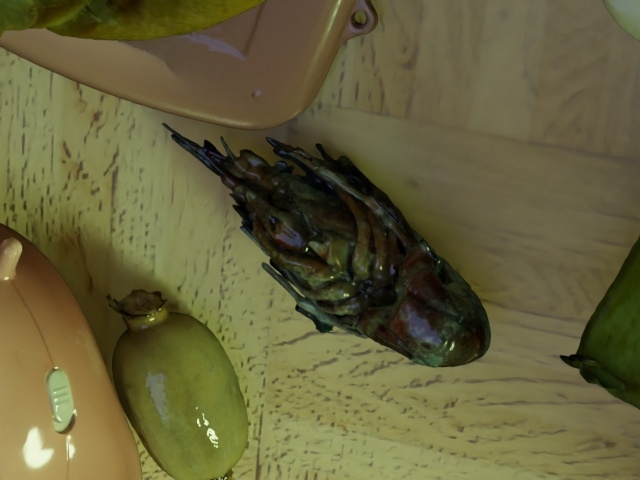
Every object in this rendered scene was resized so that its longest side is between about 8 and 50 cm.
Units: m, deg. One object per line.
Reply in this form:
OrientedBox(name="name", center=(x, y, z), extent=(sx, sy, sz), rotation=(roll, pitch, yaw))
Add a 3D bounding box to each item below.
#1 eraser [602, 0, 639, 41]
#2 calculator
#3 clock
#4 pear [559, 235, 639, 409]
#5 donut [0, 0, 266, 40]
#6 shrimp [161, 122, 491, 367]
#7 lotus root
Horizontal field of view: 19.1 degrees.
OrientedBox(name="eraser", center=(0.268, -0.261, 0.874), extent=(0.331, 0.150, 0.331), rotation=(8, 115, 17))
OrientedBox(name="calculator", center=(-0.119, -0.188, 1.083), extent=(0.329, 0.048, 0.220), rotation=(23, 116, 4))
OrientedBox(name="clock", center=(-0.213, 0.087, 1.178), extent=(0.227, 0.142, 0.241), rotation=(-3, 105, 47))
OrientedBox(name="pear", center=(0.283, 0.017, 0.985), extent=(0.164, 0.238, 0.255), rotation=(16, 100, -36))
OrientedBox(name="donut", center=(-0.126, -0.266, 0.907), extent=(0.360, 0.170, 0.360), rotation=(4, 133, 4))
OrientedBox(name="shrimp", center=(0.000, 0.000, 1.113), extent=(0.233, 0.079, 0.090), rotation=(34, 114, 6))
OrientedBox(name="lotus root", center=(-0.087, 0.093, 1.183), extent=(0.073, 0.062, 0.150), rotation=(-27, 109, -15))
